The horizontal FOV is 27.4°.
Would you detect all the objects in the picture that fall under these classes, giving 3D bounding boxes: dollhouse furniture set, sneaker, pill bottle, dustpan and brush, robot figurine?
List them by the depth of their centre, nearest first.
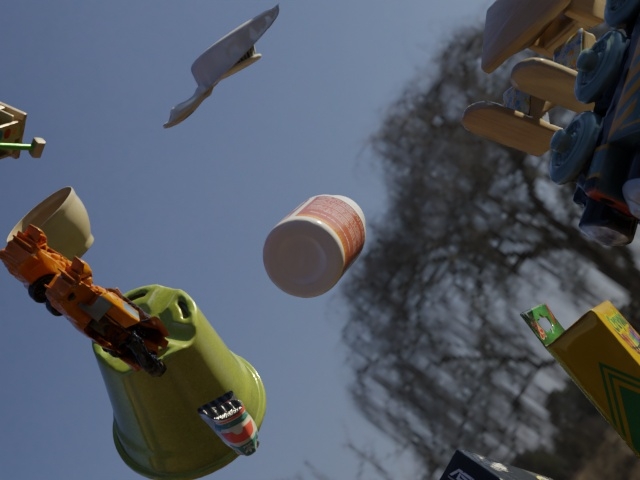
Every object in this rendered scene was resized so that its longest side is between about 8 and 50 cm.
[{"bbox_3d":[-0.139,-0.217,1.723,0.211,0.060,0.147,-36,2,-30],"label":"dustpan and brush"},{"bbox_3d":[-0.118,0.249,1.746,0.057,0.075,0.161,-27,6,-12],"label":"sneaker"},{"bbox_3d":[0.302,-0.383,1.797,0.394,0.257,0.362,-41,35,57],"label":"dollhouse furniture set"},{"bbox_3d":[-0.316,0.094,1.848,0.085,0.211,0.291,-53,-34,-8],"label":"robot figurine"},{"bbox_3d":[0.000,0.000,1.953,0.121,0.121,0.216,-61,-6,20],"label":"pill bottle"}]

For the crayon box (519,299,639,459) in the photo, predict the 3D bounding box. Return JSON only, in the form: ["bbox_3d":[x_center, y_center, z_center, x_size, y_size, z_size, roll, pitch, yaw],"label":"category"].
[{"bbox_3d":[0.396,0.186,1.666,0.081,0.318,0.202,-43,-10,14],"label":"crayon box"}]

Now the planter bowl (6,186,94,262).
[{"bbox_3d":[-0.506,-0.012,2.536,0.162,0.109,0.162,-34,22,16],"label":"planter bowl"}]

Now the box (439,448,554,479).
[{"bbox_3d":[0.296,0.355,1.622,0.270,0.216,0.060,27,-85,-50],"label":"box"}]

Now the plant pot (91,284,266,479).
[{"bbox_3d":[-0.255,0.219,2.191,0.276,0.276,0.254,-47,-37,-24],"label":"plant pot"}]

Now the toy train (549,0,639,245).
[{"bbox_3d":[0.327,-0.156,1.210,0.333,0.142,0.190,-68,12,-16],"label":"toy train"}]

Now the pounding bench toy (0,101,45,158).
[{"bbox_3d":[-0.334,-0.105,1.353,0.065,0.083,0.052,-33,-37,-61],"label":"pounding bench toy"}]
